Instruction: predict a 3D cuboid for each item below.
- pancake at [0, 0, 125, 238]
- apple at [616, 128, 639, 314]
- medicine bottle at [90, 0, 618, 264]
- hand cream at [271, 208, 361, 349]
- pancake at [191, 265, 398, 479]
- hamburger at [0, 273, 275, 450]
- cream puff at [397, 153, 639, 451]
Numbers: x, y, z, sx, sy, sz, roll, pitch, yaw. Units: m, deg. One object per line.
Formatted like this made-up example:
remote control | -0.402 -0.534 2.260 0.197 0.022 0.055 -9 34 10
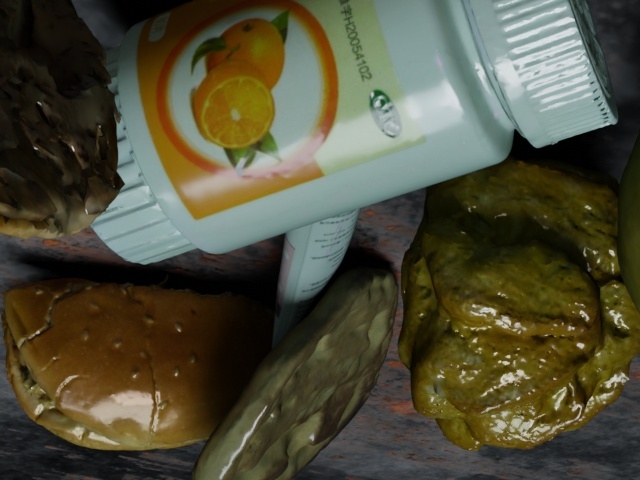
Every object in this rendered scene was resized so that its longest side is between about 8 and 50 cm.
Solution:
pancake | -0.217 -0.147 0.514 0.071 0.382 0.382 -38 139 14
apple | 0.329 -0.020 0.792 0.254 0.292 0.292 21 158 23
medicine bottle | 0.004 -0.094 0.764 0.318 0.158 0.158 -19 146 19
hand cream | 0.000 0.000 1.046 0.058 0.085 0.331 26 149 10
pancake | -0.018 0.144 1.157 0.049 0.294 0.294 35 157 18
hamburger | -0.156 0.119 1.168 0.283 0.156 0.144 5 148 -18
cream puff | 0.154 0.043 0.957 0.196 0.244 0.244 1 151 -2
